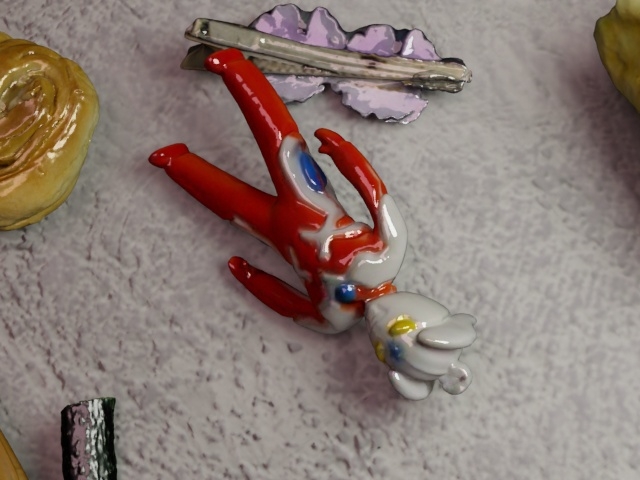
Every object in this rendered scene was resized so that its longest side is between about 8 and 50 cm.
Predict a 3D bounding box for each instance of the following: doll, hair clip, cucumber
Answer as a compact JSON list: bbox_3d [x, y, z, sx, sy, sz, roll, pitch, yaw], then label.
[{"bbox_3d":[0.000,0.000,1.013,0.384,0.099,0.188,43,123,15],"label":"doll"},{"bbox_3d":[0.005,-0.180,1.075,0.292,0.084,0.106,10,75,7],"label":"hair clip"},{"bbox_3d":[-0.211,0.257,1.030,0.058,0.052,0.215,-5,78,-20],"label":"cucumber"}]

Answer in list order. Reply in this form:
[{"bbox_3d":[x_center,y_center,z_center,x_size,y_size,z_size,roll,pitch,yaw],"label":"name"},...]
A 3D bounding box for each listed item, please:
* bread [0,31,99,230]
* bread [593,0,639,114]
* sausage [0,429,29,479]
[{"bbox_3d":[-0.340,-0.114,1.095,0.236,0.120,0.198,21,81,14],"label":"bread"},{"bbox_3d":[0.380,-0.127,0.934,0.196,0.238,0.252,-38,78,37],"label":"bread"},{"bbox_3d":[-0.360,0.217,1.031,0.134,0.116,0.354,-40,71,14],"label":"sausage"}]
